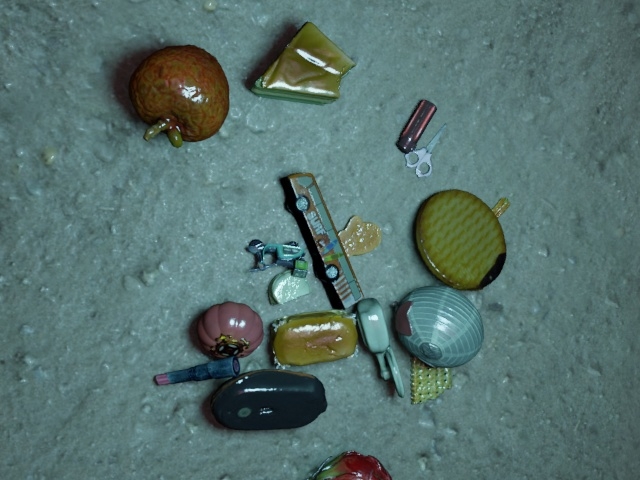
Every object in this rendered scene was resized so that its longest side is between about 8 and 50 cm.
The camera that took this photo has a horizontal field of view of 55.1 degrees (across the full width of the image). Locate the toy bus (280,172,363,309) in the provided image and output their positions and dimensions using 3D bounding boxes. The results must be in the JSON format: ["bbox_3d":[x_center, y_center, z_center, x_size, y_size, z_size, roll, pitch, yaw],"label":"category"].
[{"bbox_3d":[0.000,0.000,1.733,0.092,0.093,0.409,-26,99,-21],"label":"toy bus"}]

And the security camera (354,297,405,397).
[{"bbox_3d":[0.172,0.314,1.761,0.080,0.157,0.302,-18,97,0],"label":"security camera"}]

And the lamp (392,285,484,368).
[{"bbox_3d":[0.336,0.248,1.759,0.233,0.233,0.265,-42,97,-10],"label":"lamp"}]

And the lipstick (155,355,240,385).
[{"bbox_3d":[-0.332,0.350,1.630,0.234,0.053,0.054,-11,95,13],"label":"lipstick"}]

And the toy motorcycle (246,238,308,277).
[{"bbox_3d":[-0.121,0.047,1.705,0.173,0.058,0.100,8,55,-9],"label":"toy motorcycle"}]

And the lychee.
[{"bbox_3d":[-0.354,-0.362,1.546,0.255,0.255,0.300,18,55,-15],"label":"lychee"}]

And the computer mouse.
[{"bbox_3d":[-0.141,0.430,1.678,0.323,0.116,0.183,6,123,-21],"label":"computer mouse"}]

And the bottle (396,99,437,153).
[{"bbox_3d":[0.284,-0.334,1.818,0.060,0.060,0.164,33,84,-14],"label":"bottle"}]

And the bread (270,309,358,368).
[{"bbox_3d":[-0.018,0.275,1.723,0.241,0.107,0.136,-5,95,-11],"label":"bread"}]

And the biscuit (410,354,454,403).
[{"bbox_3d":[0.341,0.394,1.876,0.144,0.016,0.203,-3,92,-15],"label":"biscuit"}]

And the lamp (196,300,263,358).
[{"bbox_3d":[-0.241,0.235,1.644,0.182,0.140,0.182,-4,136,-3],"label":"lamp"}]

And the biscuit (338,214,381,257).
[{"bbox_3d":[0.110,-0.016,1.797,0.140,0.023,0.118,-10,94,-14],"label":"biscuit"}]

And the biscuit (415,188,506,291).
[{"bbox_3d":[0.419,-0.003,1.826,0.317,0.040,0.318,9,69,-23],"label":"biscuit"}]

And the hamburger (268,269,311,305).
[{"bbox_3d":[-0.090,0.127,1.733,0.121,0.054,0.084,-17,92,-17],"label":"hamburger"}]

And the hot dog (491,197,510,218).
[{"bbox_3d":[0.560,-0.099,1.921,0.037,0.021,0.083,44,83,9],"label":"hot dog"}]

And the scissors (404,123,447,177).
[{"bbox_3d":[0.331,-0.281,1.855,0.100,0.015,0.189,38,81,-11],"label":"scissors"}]

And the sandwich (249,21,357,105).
[{"bbox_3d":[-0.044,-0.436,1.673,0.198,0.155,0.227,40,82,-13],"label":"sandwich"}]

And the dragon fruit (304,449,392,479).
[{"bbox_3d":[0.080,0.699,1.701,0.293,0.233,0.234,19,86,-30],"label":"dragon fruit"}]
